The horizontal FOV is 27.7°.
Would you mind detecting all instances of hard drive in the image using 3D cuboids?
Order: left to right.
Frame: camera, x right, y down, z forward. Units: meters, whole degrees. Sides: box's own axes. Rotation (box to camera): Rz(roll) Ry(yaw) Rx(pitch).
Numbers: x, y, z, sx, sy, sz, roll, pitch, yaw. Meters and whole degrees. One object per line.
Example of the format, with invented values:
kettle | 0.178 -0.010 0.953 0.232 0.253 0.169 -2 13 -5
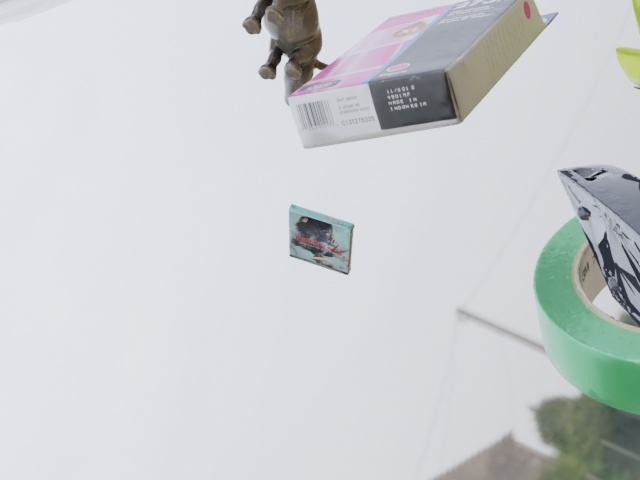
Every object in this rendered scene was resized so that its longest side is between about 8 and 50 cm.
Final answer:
hard drive | 0.293 0.031 1.103 0.054 0.172 0.254 -29 24 0

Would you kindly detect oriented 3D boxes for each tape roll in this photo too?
tape roll | 0.391 0.054 1.380 0.321 0.321 0.077 -52 -42 -42

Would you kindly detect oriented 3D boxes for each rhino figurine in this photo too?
rhino figurine | -0.035 -0.255 1.660 0.243 0.073 0.106 74 -146 -58

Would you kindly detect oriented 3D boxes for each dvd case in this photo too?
dvd case | 0.000 0.000 1.699 0.119 0.087 0.013 92 -162 -61

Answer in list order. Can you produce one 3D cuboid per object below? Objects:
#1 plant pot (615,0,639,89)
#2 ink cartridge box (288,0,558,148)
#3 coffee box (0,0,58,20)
plant pot | 0.442 -0.229 1.300 0.227 0.228 0.207 7 -81 -46
ink cartridge box | 0.123 -0.200 1.395 0.371 0.176 0.069 -43 -59 -56
coffee box | -0.438 -0.458 1.661 0.338 0.338 0.334 -33 -73 -57
